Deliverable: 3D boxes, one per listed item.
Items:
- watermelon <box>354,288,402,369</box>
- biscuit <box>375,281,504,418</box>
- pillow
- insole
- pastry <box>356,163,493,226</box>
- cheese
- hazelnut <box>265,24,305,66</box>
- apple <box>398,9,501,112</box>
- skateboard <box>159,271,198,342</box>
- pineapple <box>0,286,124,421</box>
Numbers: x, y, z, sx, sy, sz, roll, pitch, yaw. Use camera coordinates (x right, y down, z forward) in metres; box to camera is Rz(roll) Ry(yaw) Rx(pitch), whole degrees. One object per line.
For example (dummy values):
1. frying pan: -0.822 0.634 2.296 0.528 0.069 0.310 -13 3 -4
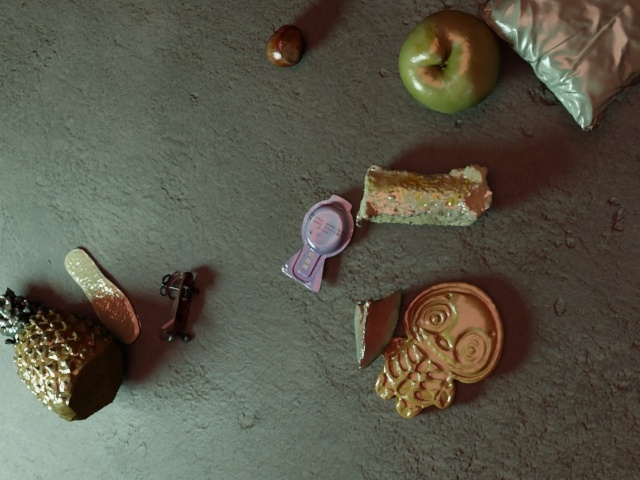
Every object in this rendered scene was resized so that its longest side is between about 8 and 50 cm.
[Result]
1. watermelon: 0.092 0.167 1.640 0.101 0.080 0.155 6 97 46
2. biscuit: 0.222 0.210 1.623 0.289 0.044 0.202 -46 78 8
3. pillow: 0.465 -0.385 1.498 0.310 0.138 0.283 44 86 2
4. insole: -0.472 0.118 1.839 0.081 0.011 0.248 -44 77 11
5. pastry: 0.198 -0.087 1.612 0.258 0.089 0.122 -1 85 15
6. cheese: 0.000 0.000 1.691 0.105 0.042 0.191 32 98 16
7. hazelnut: -0.071 -0.389 1.709 0.086 0.086 0.086 0 88 16
8. apple: 0.242 -0.325 1.554 0.200 0.200 0.200 0 88 16
9. skateboard: -0.304 0.136 1.771 0.080 0.067 0.151 12 86 26
10. pineapple: -0.580 0.223 1.784 0.362 0.202 0.202 26 96 27
